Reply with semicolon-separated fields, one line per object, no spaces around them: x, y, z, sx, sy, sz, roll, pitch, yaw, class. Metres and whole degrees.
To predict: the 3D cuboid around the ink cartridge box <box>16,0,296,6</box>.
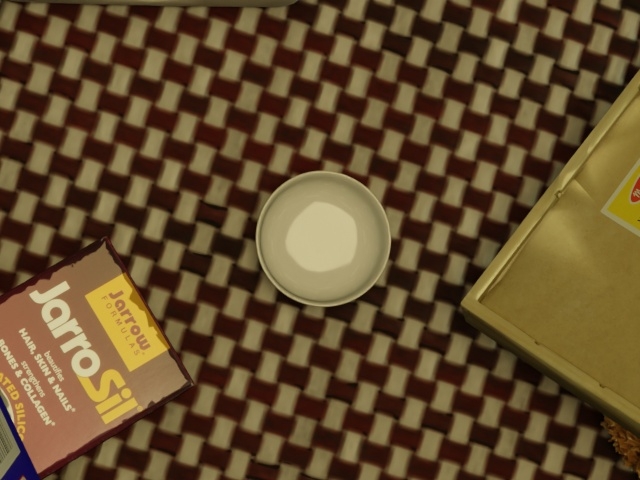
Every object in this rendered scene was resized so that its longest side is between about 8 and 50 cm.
-0.097;-0.286;1.150;0.198;0.115;0.272;0;84;-9;ink cartridge box

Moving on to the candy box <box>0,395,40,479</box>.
-0.280;0.236;1.006;0.317;0.122;0.268;-23;97;5;candy box

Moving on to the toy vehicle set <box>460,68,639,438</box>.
0.230;-0.016;1.148;0.166;0.035;0.267;35;80;21;toy vehicle set

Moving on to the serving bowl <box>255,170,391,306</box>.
0.000;0.000;1.178;0.083;0.027;0.083;1;84;-9;serving bowl

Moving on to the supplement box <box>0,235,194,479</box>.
-0.180;0.089;1.112;0.188;0.081;0.104;-31;90;-11;supplement box

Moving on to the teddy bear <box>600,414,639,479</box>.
0.283;0.130;1.168;0.338;0.113;0.245;-31;87;-11;teddy bear
